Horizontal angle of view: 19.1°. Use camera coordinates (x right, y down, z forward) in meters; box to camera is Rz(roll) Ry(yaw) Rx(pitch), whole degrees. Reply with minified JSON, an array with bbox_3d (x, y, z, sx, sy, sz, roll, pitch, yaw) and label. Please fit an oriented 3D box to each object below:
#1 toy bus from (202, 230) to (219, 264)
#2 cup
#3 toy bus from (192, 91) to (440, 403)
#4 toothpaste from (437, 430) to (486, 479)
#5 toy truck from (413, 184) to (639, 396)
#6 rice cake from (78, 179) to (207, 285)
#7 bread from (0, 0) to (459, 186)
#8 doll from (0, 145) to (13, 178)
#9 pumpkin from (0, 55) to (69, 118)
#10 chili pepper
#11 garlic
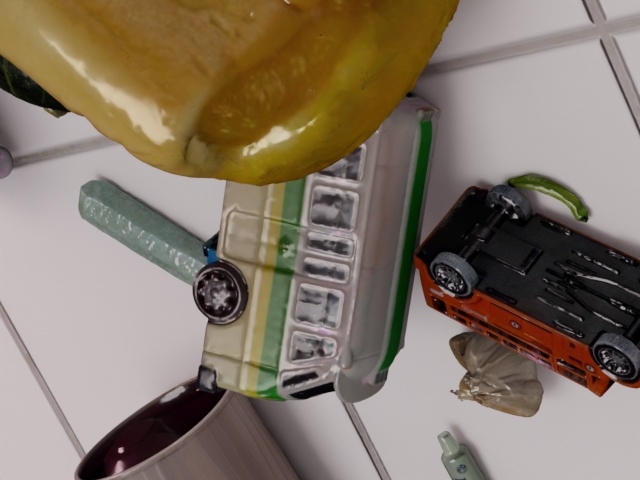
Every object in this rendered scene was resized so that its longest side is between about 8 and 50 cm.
[{"bbox_3d":[-0.017,0.042,1.891,0.184,0.090,0.106,19,131,31],"label":"toy bus"},{"bbox_3d":[-0.137,0.309,2.117,0.288,0.208,0.273,-21,107,47],"label":"cup"},{"bbox_3d":[0.000,0.000,1.724,0.179,0.143,0.305,14,102,24],"label":"toy bus"},{"bbox_3d":[0.170,0.277,1.956,0.048,0.029,0.197,-10,117,46],"label":"toothpaste"},{"bbox_3d":[0.213,0.054,1.679,0.252,0.107,0.114,28,150,26],"label":"toy truck"},{"bbox_3d":[-0.161,0.009,2.028,0.245,0.042,0.045,31,134,20],"label":"rice cake"},{"bbox_3d":[-0.084,-0.237,1.563,0.394,0.250,0.361,37,96,10],"label":"bread"},{"bbox_3d":[-0.501,-0.089,2.049,0.284,0.310,0.240,42,138,7],"label":"doll"},{"bbox_3d":[-0.249,-0.184,1.861,0.167,0.167,0.125,1,84,41],"label":"pumpkin"},{"bbox_3d":[0.202,-0.040,1.685,0.083,0.017,0.030,31,138,19],"label":"chili pepper"},{"bbox_3d":[0.165,0.124,1.806,0.113,0.074,0.094,32,173,27],"label":"garlic"}]
